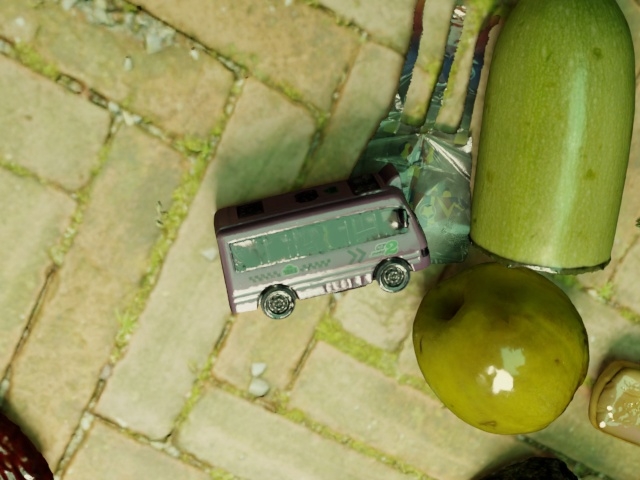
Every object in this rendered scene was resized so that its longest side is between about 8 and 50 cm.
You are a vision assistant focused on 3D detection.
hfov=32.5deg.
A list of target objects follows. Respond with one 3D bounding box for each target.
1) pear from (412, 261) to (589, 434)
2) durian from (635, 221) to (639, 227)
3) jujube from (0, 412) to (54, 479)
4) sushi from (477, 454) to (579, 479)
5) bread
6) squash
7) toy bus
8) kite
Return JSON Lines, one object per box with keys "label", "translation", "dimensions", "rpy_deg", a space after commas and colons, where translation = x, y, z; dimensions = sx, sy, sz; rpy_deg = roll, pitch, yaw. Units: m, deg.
{"label": "pear", "translation": [0.166, 0.098, 0.990], "dimensions": [0.162, 0.149, 0.149], "rpy_deg": [39, 96, -16]}
{"label": "durian", "translation": [0.415, -0.035, 1.054], "dimensions": [0.215, 0.086, 0.100], "rpy_deg": [-28, 77, -6]}
{"label": "jujube", "translation": [-0.287, 0.197, 0.962], "dimensions": [0.077, 0.077, 0.129], "rpy_deg": [-34, 100, 0]}
{"label": "sushi", "translation": [0.241, 0.319, 1.091], "dimensions": [0.136, 0.126, 0.225], "rpy_deg": [-43, 117, 1]}
{"label": "bread", "translation": [0.320, 0.163, 1.091], "dimensions": [0.115, 0.056, 0.082], "rpy_deg": [16, 103, -10]}
{"label": "squash", "translation": [0.204, -0.106, 0.941], "dimensions": [0.132, 0.132, 0.247], "rpy_deg": [0, 108, -12]}
{"label": "toy bus", "translation": [0.000, 0.000, 0.948], "dimensions": [0.178, 0.087, 0.098], "rpy_deg": [-13, 108, -3]}
{"label": "kite", "translation": [0.093, -0.091, 0.983], "dimensions": [0.141, 0.015, 0.245], "rpy_deg": [9, 108, -16]}
